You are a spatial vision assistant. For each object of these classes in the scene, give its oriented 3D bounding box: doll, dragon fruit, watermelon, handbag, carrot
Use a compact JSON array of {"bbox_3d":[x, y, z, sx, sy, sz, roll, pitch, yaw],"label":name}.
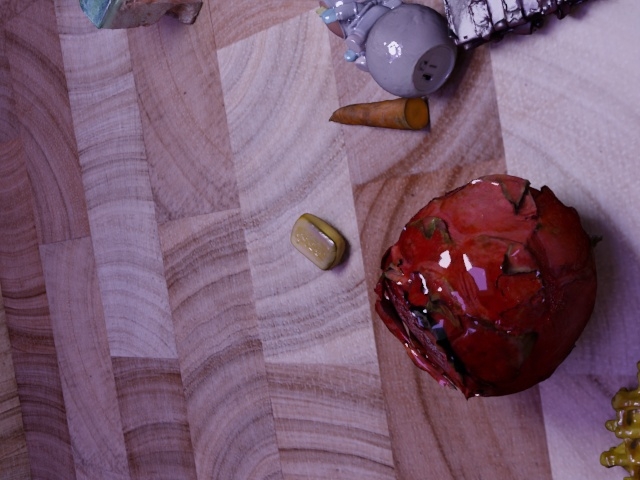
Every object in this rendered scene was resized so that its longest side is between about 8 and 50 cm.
[{"bbox_3d":[0.095,-0.342,1.320,0.287,0.150,0.151,47,128,38],"label":"doll"},{"bbox_3d":[0.226,0.058,1.133,0.295,0.295,0.302,24,77,41],"label":"dragon fruit"},{"bbox_3d":[-0.360,-0.527,1.697,0.226,0.318,0.148,30,123,-9],"label":"watermelon"},{"bbox_3d":[0.263,-0.394,1.157,0.203,0.074,0.216,-17,86,38],"label":"handbag"},{"bbox_3d":[0.089,-0.218,1.411,0.224,0.057,0.057,10,105,51],"label":"carrot"}]

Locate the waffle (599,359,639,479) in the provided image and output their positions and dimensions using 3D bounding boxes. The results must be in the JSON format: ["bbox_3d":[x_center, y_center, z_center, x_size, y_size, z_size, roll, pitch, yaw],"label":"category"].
[{"bbox_3d":[0.494,0.263,1.056,0.260,0.069,0.293,48,127,28],"label":"waffle"}]

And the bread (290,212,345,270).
[{"bbox_3d":[0.000,0.000,1.533,0.115,0.056,0.082,37,123,28],"label":"bread"}]
